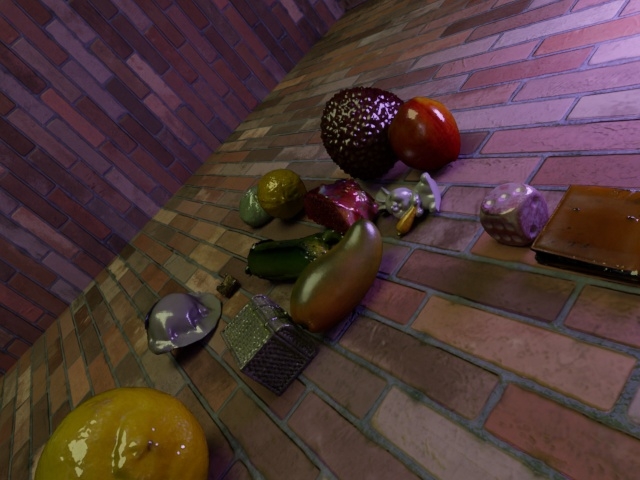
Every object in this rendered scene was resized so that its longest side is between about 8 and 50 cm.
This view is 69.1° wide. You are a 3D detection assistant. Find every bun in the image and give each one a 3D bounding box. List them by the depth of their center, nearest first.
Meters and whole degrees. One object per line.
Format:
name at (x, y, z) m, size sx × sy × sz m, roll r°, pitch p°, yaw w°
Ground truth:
bun at (-0.232, -0.149, 1.782) m, size 0.195 × 0.118 × 0.195 m, roll -29°, pitch 29°, yaw 18°

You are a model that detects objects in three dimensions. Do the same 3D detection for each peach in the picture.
peach at (0.279, -0.271, 1.226) m, size 0.197 × 0.197 × 0.197 m, roll -31°, pitch 30°, yaw 21°

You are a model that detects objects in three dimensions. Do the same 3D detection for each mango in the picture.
mango at (0.045, 0.087, 1.075) m, size 0.289 × 0.146 × 0.129 m, roll -42°, pitch -13°, yaw -8°

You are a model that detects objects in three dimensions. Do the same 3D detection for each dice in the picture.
dice at (0.372, -0.051, 0.897) m, size 0.091 × 0.094 × 0.093 m, roll -52°, pitch 28°, yaw -14°

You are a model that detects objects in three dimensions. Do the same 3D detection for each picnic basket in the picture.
picnic basket at (-0.121, 0.233, 1.101) m, size 0.154 × 0.134 × 0.196 m, roll -49°, pitch 28°, yaw -5°

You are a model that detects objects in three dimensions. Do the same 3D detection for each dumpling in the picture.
dumpling at (-0.444, 0.238, 1.484) m, size 0.205 × 0.163 × 0.293 m, roll -30°, pitch 19°, yaw 31°

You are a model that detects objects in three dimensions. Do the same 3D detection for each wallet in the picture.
wallet at (0.475, -0.015, 0.777) m, size 0.161 × 0.042 × 0.195 m, roll -54°, pitch 32°, yaw -11°

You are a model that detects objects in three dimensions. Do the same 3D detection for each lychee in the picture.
lychee at (0.132, -0.324, 1.392) m, size 0.276 × 0.276 × 0.304 m, roll -18°, pitch 54°, yaw 39°

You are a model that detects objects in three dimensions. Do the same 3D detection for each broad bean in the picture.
broad bean at (0.000, 0.000, 1.350) m, size 0.214 × 0.048 × 0.070 m, roll -9°, pitch 42°, yaw 42°

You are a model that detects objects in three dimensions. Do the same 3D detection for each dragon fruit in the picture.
dragon fruit at (0.060, -0.120, 1.314) m, size 0.161 × 0.126 × 0.274 m, roll -31°, pitch 29°, yaw -21°

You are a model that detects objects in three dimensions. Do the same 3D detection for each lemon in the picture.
lemon at (-0.393, 0.467, 0.934) m, size 0.348 × 0.348 × 0.348 m, roll -31°, pitch 30°, yaw 21°
lemon at (-0.134, -0.163, 1.609) m, size 0.180 × 0.180 × 0.193 m, roll -44°, pitch -1°, yaw -1°

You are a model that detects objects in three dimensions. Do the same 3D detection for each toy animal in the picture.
toy animal at (0.213, -0.088, 1.182) m, size 0.182 × 0.131 × 0.127 m, roll -15°, pitch 6°, yaw 30°

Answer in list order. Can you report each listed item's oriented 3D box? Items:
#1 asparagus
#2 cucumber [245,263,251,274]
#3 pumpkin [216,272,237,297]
asparagus at (-0.057, 0.051, 1.292) m, size 0.382 × 0.108 × 0.128 m, roll -5°, pitch 62°, yaw 47°
cucumber at (-0.213, 0.060, 1.559) m, size 0.032 × 0.032 × 0.133 m, roll -5°, pitch 45°, yaw 49°
pumpkin at (-0.308, 0.153, 1.557) m, size 0.073 × 0.035 × 0.101 m, roll -59°, pitch 33°, yaw -5°
